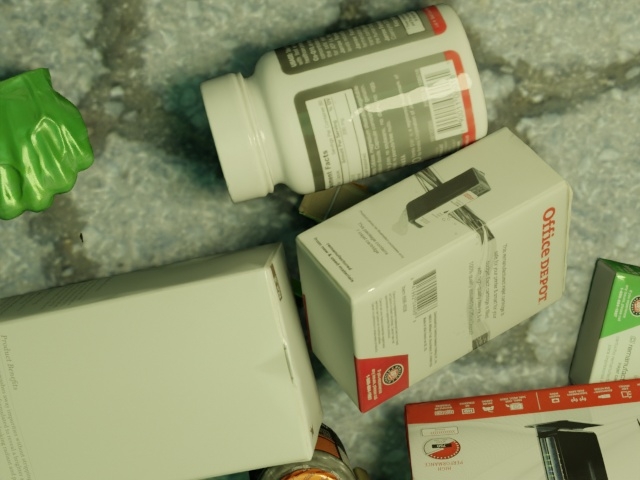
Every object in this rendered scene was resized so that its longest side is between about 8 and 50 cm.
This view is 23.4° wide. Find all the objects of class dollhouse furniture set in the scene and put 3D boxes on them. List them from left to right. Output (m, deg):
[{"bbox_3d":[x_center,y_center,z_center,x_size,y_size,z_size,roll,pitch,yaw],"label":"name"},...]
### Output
[{"bbox_3d":[0.000,0.000,1.752,0.076,0.058,0.152,24,77,-1],"label":"dollhouse furniture set"}]

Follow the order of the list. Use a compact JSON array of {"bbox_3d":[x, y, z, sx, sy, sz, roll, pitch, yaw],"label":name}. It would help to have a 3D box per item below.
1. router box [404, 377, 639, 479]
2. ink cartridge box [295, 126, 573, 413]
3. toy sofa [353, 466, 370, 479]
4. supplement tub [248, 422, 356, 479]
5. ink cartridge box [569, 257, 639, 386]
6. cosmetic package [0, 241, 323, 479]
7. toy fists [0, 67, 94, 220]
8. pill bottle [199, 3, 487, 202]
[{"bbox_3d":[0.265,0.269,1.612,0.335,0.301,0.082,-7,119,2],"label":"router box"},{"bbox_3d":[0.123,0.030,1.641,0.272,0.114,0.197,-27,142,-18],"label":"ink cartridge box"},{"bbox_3d":[0.168,0.416,1.768,0.362,0.150,0.177,24,95,-8],"label":"toy sofa"},{"bbox_3d":[-0.019,0.272,1.707,0.117,0.190,0.117,-1,99,-4],"label":"supplement tub"},{"bbox_3d":[0.409,0.118,1.774,0.208,0.087,0.153,10,98,-7],"label":"ink cartridge box"},{"bbox_3d":[-0.205,0.149,1.662,0.384,0.156,0.217,-10,100,5],"label":"cosmetic package"},{"bbox_3d":[-0.382,-0.073,1.672,0.279,0.096,0.142,-21,90,0],"label":"toy fists"},{"bbox_3d":[0.023,-0.142,1.662,0.283,0.161,0.161,-16,100,-2],"label":"pill bottle"}]
